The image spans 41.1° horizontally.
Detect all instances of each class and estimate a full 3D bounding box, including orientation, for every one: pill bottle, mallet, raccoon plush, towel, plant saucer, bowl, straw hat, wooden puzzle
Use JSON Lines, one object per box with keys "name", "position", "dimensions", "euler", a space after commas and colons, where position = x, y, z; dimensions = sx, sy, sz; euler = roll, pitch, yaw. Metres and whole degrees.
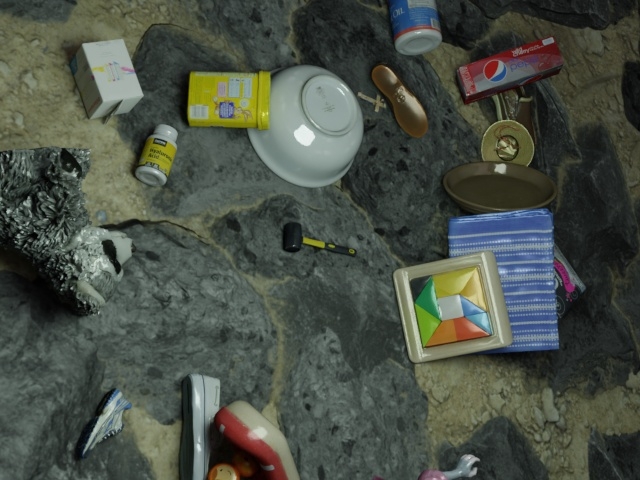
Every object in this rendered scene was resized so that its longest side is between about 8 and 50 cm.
{"name": "pill bottle", "position": [0.233, -0.598, 2.174], "dimensions": [0.124, 0.124, 0.222], "euler": [2, 72, -31]}
{"name": "mallet", "position": [0.000, 0.000, 1.889], "dimensions": [0.189, 0.039, 0.062], "euler": [7, 68, -35]}
{"name": "raccoon plush", "position": [-0.558, 0.003, 1.502], "dimensions": [0.446, 0.216, 0.299], "euler": [-6, 91, -3]}
{"name": "towel", "position": [0.425, 0.099, 1.974], "dimensions": [0.243, 0.040, 0.336], "euler": [-5, 98, 6]}
{"name": "plant saucer", "position": [0.438, -0.123, 2.091], "dimensions": [0.277, 0.277, 0.041], "euler": [-22, 125, -35]}
{"name": "bowl", "position": [-0.010, -0.278, 1.913], "dimensions": [0.297, 0.134, 0.298], "euler": [11, 69, -29]}
{"name": "straw hat", "position": [0.494, -0.244, 2.250], "dimensions": [0.145, 0.144, 0.061], "euler": [64, 13, 2]}
{"name": "pill bottle", "position": [-0.328, -0.174, 1.723], "dimensions": [0.065, 0.065, 0.116], "euler": [24, 62, -23]}
{"name": "wooden puzzle", "position": [0.299, 0.150, 1.933], "dimensions": [0.238, 0.044, 0.221], "euler": [-12, 80, 8]}

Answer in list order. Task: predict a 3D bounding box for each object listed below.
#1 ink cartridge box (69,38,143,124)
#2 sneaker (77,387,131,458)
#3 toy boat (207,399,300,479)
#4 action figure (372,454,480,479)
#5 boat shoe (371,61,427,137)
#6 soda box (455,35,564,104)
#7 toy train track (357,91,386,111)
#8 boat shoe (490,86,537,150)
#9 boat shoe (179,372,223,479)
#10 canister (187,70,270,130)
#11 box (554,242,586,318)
{"name": "ink cartridge box", "position": [-0.423, -0.312, 1.694], "dimensions": [0.089, 0.092, 0.143], "euler": [-18, 85, -35]}
{"name": "sneaker", "position": [-0.383, 0.335, 1.529], "dimensions": [0.058, 0.052, 0.135], "euler": [40, 58, -19]}
{"name": "toy boat", "position": [-0.141, 0.408, 1.562], "dimensions": [0.151, 0.151, 0.231], "euler": [-34, 130, -25]}
{"name": "action figure", "position": [0.144, 0.519, 1.596], "dimensions": [0.275, 0.370, 0.248], "euler": [15, 66, -26]}
{"name": "boat shoe", "position": [0.200, -0.350, 2.103], "dimensions": [0.207, 0.073, 0.073], "euler": [57, 15, -10]}
{"name": "soda box", "position": [0.488, -0.440, 2.214], "dimensions": [0.263, 0.092, 0.084], "euler": [-17, 82, 4]}
{"name": "toy train track", "position": [0.128, -0.345, 2.091], "dimensions": [0.083, 0.014, 0.048], "euler": [19, 65, -25]}
{"name": "boat shoe", "position": [0.525, -0.357, 2.289], "dimensions": [0.095, 0.095, 0.258], "euler": [-24, 87, -35]}
{"name": "boat shoe", "position": [-0.215, 0.361, 1.602], "dimensions": [0.075, 0.083, 0.226], "euler": [9, 69, -28]}
{"name": "canister", "position": [-0.192, -0.298, 1.804], "dimensions": [0.169, 0.073, 0.126], "euler": [1, 72, -1]}
{"name": "box", "position": [0.495, 0.074, 2.085], "dimensions": [0.142, 0.163, 0.247], "euler": [-40, 96, -36]}
